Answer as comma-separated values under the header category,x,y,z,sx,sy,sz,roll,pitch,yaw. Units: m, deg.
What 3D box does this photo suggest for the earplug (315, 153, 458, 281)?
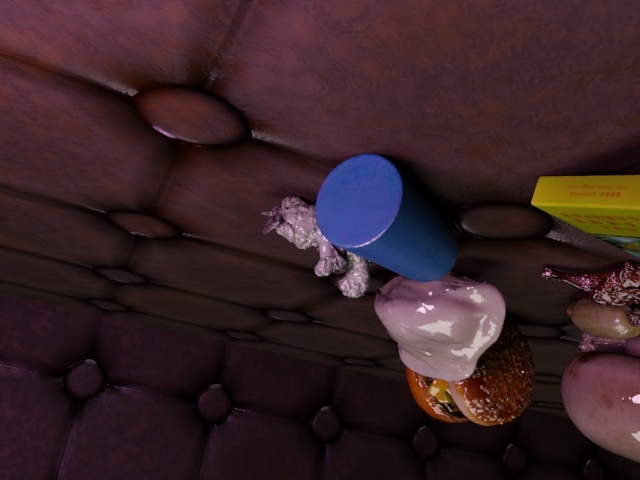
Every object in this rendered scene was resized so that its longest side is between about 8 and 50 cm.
category,x,y,z,sx,sy,sz,roll,pitch,yaw
earplug,0.120,-0.012,0.897,0.132,0.133,0.273,-4,160,33

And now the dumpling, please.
category,x,y,z,sx,sy,sz,roll,pitch,yaw
dumpling,0.223,0.176,1.209,0.187,0.243,0.318,-14,-173,-31

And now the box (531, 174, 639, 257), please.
category,x,y,z,sx,sy,sz,roll,pitch,yaw
box,0.461,-0.008,0.790,0.334,0.047,0.187,20,175,-28

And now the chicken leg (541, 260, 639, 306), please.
category,x,y,z,sx,sy,sz,roll,pitch,yaw
chicken leg,0.503,0.072,1.064,0.205,0.053,0.093,-11,130,30

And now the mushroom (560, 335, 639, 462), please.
category,x,y,z,sx,sy,sz,roll,pitch,yaw
mushroom,0.690,0.311,1.238,0.362,0.295,0.362,18,169,3

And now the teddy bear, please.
category,x,y,z,sx,sy,sz,roll,pitch,yaw
teddy bear,0.017,-0.007,0.964,0.213,0.133,0.111,32,133,-19

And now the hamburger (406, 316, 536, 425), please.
category,x,y,z,sx,sy,sz,roll,pitch,yaw
hamburger,0.365,0.299,1.442,0.290,0.291,0.225,21,155,-29

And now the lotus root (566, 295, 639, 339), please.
category,x,y,z,sx,sy,sz,roll,pitch,yaw
lotus root,0.548,0.151,1.177,0.090,0.077,0.183,19,174,-15

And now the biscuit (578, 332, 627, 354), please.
category,x,y,z,sx,sy,sz,roll,pitch,yaw
biscuit,0.716,0.224,1.368,0.238,0.062,0.108,3,158,13
